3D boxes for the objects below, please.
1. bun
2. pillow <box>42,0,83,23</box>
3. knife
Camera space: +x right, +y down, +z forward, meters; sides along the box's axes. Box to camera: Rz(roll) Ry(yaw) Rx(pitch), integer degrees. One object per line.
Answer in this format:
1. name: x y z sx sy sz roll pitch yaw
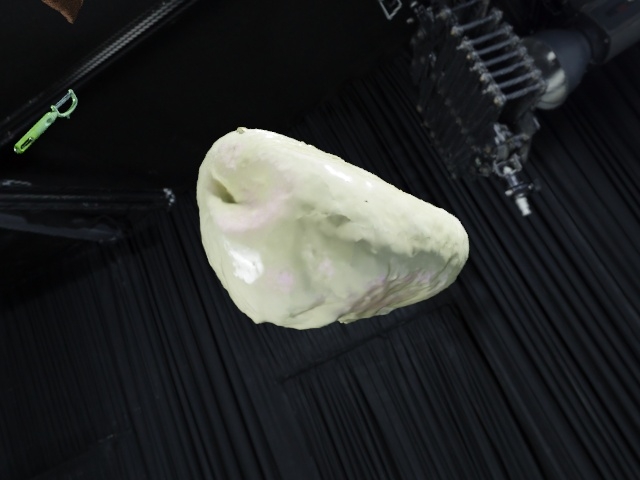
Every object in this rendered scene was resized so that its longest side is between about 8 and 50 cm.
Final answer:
1. bun: 0.000 0.000 0.581 0.361 0.361 0.213 5 -69 -61
2. pillow: -0.735 -0.801 1.207 0.108 0.308 0.305 17 5 6
3. knife: -0.668 -0.284 1.099 0.054 0.015 0.212 89 -159 -57
